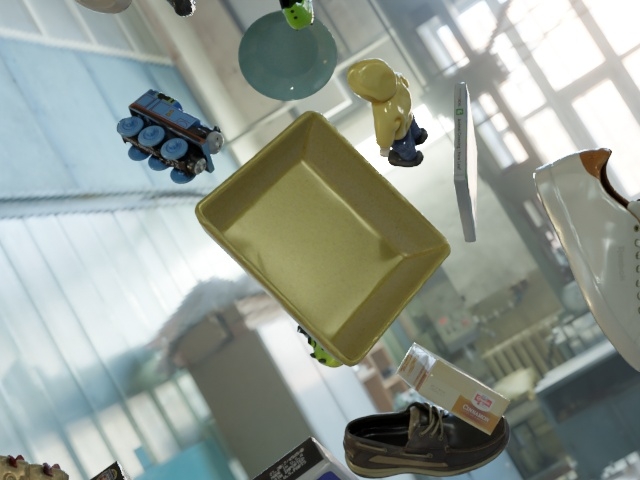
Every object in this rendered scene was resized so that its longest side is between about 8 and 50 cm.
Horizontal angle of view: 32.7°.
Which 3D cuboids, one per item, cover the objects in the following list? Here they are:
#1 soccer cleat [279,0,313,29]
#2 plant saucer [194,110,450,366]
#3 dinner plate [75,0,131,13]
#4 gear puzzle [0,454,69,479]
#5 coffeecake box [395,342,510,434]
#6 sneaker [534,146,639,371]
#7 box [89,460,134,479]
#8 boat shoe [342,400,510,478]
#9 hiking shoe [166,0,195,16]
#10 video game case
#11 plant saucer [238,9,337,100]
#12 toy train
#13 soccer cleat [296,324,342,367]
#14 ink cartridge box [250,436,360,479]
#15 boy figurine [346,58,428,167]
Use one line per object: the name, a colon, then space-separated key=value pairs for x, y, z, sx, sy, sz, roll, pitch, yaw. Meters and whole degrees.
soccer cleat: x=-0.051 y=-0.427 z=1.803 sx=0.060 sy=0.179 sz=0.072 roll=-22 pitch=-34 yaw=11
plant saucer: x=0.000 y=0.000 z=1.709 sx=0.333 sy=0.333 sz=0.081 roll=-45 pitch=0 yaw=-40
dinner plate: x=-0.411 y=-0.462 z=1.986 sx=0.141 sy=0.141 sz=0.017 roll=-39 pitch=30 yaw=50
gear puzzle: x=-0.512 y=0.420 z=1.752 sx=0.338 sy=0.176 sz=0.044 roll=4 pitch=5 yaw=34
coffeecake box: x=0.220 y=0.247 z=1.841 sx=0.068 sy=0.142 sz=0.185 roll=-59 pitch=8 yaw=-1
sneaker: x=0.379 y=0.020 z=1.364 sx=0.123 sy=0.290 sz=0.106 roll=-25 pitch=-1 yaw=22
box: x=-0.264 y=0.516 z=1.793 sx=0.060 sy=0.270 sz=0.216 roll=-35 pitch=30 yaw=-6
boat shoe: x=0.215 y=0.411 z=2.267 sx=0.355 sy=0.132 sz=0.130 roll=-12 pitch=-47 yaw=8
hiking shoe: x=-0.297 y=-0.448 z=1.859 sx=0.114 sy=0.227 sz=0.086 roll=-31 pitch=-27 yaw=-7
video game case: x=0.249 y=-0.130 z=1.866 sx=0.023 sy=0.193 sz=0.212 roll=-2 pitch=-29 yaw=12
plant saucer: x=-0.064 y=-0.367 z=2.133 sx=0.195 sy=0.195 sz=0.037 roll=-33 pitch=29 yaw=20
toy train: x=-0.230 y=-0.160 z=1.674 sx=0.105 sy=0.184 sz=0.080 roll=-46 pitch=-35 yaw=-25
soccer cleat: x=0.032 y=0.182 z=2.120 sx=0.121 sy=0.094 sz=0.289 roll=13 pitch=6 yaw=-11
ink cartridge box: x=-0.061 y=0.445 z=1.589 sx=0.303 sy=0.072 sz=0.307 roll=-37 pitch=-37 yaw=-1
boy figurine: x=0.134 y=-0.251 z=2.151 sx=0.092 sy=0.177 sz=0.285 roll=1 pitch=-27 yaw=26
